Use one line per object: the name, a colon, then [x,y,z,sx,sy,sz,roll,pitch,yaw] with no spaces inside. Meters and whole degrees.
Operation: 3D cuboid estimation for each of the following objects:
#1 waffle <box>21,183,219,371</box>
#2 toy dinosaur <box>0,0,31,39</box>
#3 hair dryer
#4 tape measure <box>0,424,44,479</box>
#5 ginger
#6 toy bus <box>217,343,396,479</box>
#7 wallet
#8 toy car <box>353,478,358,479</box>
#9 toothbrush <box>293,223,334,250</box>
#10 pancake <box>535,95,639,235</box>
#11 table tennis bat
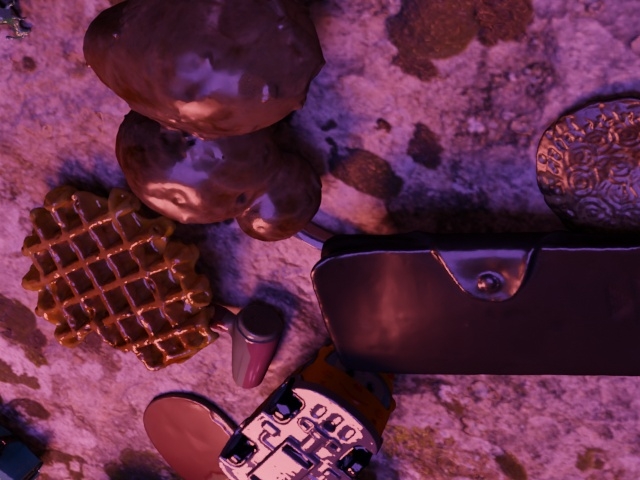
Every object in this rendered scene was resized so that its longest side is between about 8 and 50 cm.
waffle: [-0.225,0.053,1.861,0.253,0.056,0.249,35,133,9]
toy dinosaur: [-0.339,-0.231,1.726,0.083,0.021,0.062,-3,138,27]
hair dryer: [-0.118,0.093,1.880,0.154,0.054,0.106,33,140,11]
tape measure: [-0.434,0.293,2.174,0.125,0.081,0.146,39,134,6]
ginger: [-0.106,-0.122,1.625,0.244,0.155,0.304,6,138,13]
toy bus: [-0.006,0.203,1.844,0.126,0.136,0.209,38,133,-5]
wallet: [0.184,0.067,1.663,0.377,0.051,0.197,0,135,18]
toy car: [0.039,0.326,1.981,0.093,0.058,0.186,-5,137,30]
toothbrush: [0.000,0.000,1.746,0.375,0.028,0.037,26,125,5]
pancake: [0.297,-0.056,1.556,0.199,0.021,0.199,14,132,16]
table tennis bat: [-0.126,0.277,2.050,0.131,0.022,0.234,-23,113,38]
